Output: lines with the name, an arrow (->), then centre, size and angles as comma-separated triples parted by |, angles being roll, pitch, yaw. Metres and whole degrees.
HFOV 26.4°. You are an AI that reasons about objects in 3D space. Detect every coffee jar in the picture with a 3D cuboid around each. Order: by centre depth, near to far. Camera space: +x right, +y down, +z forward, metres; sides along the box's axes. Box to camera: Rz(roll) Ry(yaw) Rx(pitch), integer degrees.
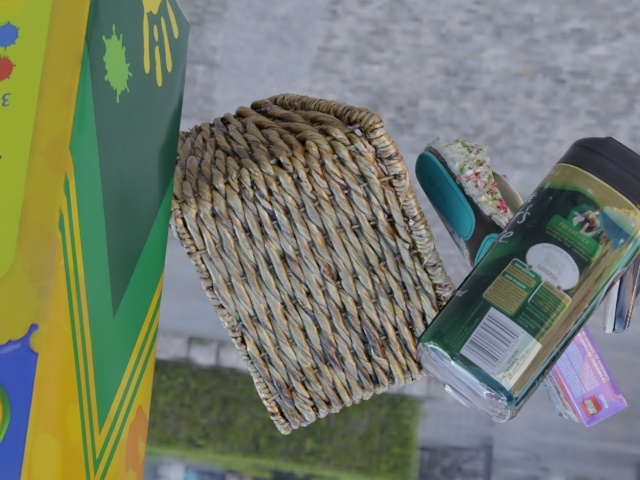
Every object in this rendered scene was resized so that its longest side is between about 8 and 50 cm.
coffee jar -> 0.143, 0.022, 0.870 | 0.079, 0.184, 0.096 | 37, 167, 12

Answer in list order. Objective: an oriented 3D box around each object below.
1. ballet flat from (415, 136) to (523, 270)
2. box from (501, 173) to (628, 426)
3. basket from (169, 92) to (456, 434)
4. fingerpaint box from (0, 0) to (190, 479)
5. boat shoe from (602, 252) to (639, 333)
ballet flat -> 0.169, -0.002, 1.260 | 0.077, 0.241, 0.091 | -13, 153, -25
box -> 0.251, 0.072, 1.601 | 0.057, 0.293, 0.201 | -27, 176, 0
basket -> 0.000, 0.000, 1.356 | 0.223, 0.299, 0.213 | -23, -153, 6
fingerpaint box -> -0.320, 0.009, 0.795 | 0.445, 0.371, 0.163 | -3, 155, 13
boat shoe -> 0.335, 0.002, 1.383 | 0.065, 0.206, 0.075 | 16, 163, 8
